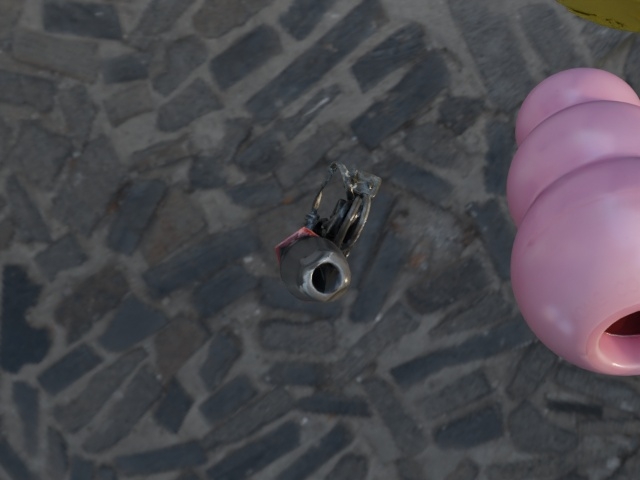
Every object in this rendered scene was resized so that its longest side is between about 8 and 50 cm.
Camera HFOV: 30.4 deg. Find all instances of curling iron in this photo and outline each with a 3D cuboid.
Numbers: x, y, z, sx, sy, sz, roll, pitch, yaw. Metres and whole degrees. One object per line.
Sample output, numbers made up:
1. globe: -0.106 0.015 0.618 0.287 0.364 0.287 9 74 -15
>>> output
1. curling iron: 0.000 0.000 0.546 0.035 0.274 0.068 24 96 1

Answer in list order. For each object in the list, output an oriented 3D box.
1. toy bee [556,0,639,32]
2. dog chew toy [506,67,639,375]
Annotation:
1. toy bee: 0.208 -0.087 0.463 0.195 0.162 0.298 40 72 20
2. dog chew toy: 0.272 -0.037 1.132 0.207 0.331 0.206 -3 138 -3
